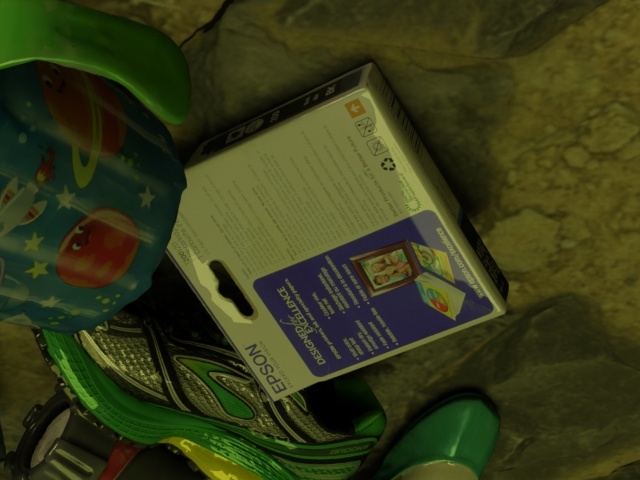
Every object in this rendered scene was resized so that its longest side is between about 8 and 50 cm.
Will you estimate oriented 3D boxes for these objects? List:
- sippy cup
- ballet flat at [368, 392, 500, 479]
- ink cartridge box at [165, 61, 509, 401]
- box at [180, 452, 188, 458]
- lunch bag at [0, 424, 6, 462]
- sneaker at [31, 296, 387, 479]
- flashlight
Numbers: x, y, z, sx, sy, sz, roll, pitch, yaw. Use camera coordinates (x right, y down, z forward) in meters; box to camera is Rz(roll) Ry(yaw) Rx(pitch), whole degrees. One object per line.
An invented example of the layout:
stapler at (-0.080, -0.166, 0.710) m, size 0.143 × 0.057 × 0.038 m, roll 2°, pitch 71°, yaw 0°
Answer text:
sippy cup at (-0.221, -0.047, 1.163) m, size 0.224 × 0.240 × 0.305 m, roll 27°, pitch 175°, yaw -40°
ballet flat at (0.081, 0.232, 1.551) m, size 0.083 × 0.087 × 0.247 m, roll 23°, pitch 133°, yaw -22°
ink cartridge box at (0.000, 0.000, 1.284) m, size 0.208 × 0.045 × 0.206 m, roll -23°, pitch 113°, yaw 23°
box at (-0.205, 0.281, 1.608) m, size 0.169 × 0.087 × 0.290 m, roll 25°, pitch 132°, yaw -25°
lunch bag at (-0.369, 0.155, 1.406) m, size 0.176 × 0.090 × 0.219 m, roll -13°, pitch 169°, yaw 15°
sneaker at (-0.092, 0.091, 1.390) m, size 0.343 × 0.134 × 0.146 m, roll 34°, pitch 110°, yaw -32°
flashlight at (-0.110, 0.230, 1.442) m, size 0.304 × 0.103 × 0.103 m, roll 37°, pitch 84°, yaw -23°
